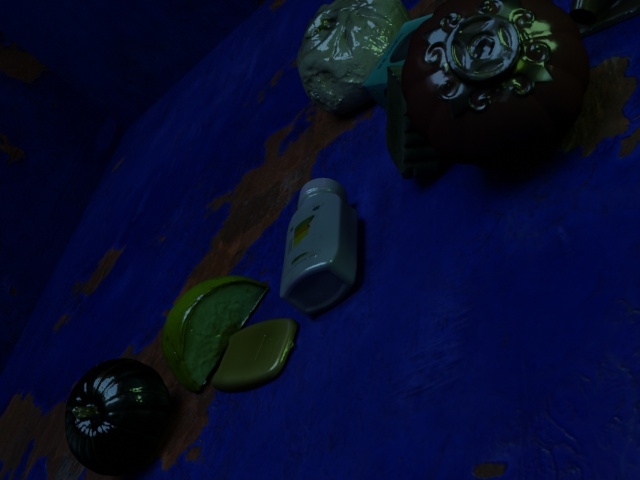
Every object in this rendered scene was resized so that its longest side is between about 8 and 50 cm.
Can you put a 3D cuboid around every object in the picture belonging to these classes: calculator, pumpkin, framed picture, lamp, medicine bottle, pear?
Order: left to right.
[{"bbox_3d":[-0.447,0.377,1.674,0.250,0.216,0.249,-8,75,30],"label":"pumpkin"},{"bbox_3d":[-0.278,0.176,1.766,0.288,0.139,0.239,-56,18,-14],"label":"pear"},{"bbox_3d":[-0.133,0.227,1.562,0.236,0.033,0.157,-21,37,43],"label":"calculator"},{"bbox_3d":[0.000,0.000,1.561,0.161,0.111,0.296,-35,29,30],"label":"medicine bottle"},{"bbox_3d":[0.284,-0.267,1.276,0.303,0.257,0.303,-5,76,20],"label":"lamp"},{"bbox_3d":[0.565,-0.468,1.372,0.281,0.019,0.209,-14,44,52],"label":"framed picture"}]

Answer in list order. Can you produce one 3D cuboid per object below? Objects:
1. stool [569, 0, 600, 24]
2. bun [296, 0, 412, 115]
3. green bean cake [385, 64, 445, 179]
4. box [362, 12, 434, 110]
[{"bbox_3d":[0.467,-0.503,1.285,0.272,0.272,0.178,-2,66,57],"label":"stool"},{"bbox_3d":[0.071,-0.496,1.986,0.360,0.211,0.359,-36,30,25],"label":"bun"},{"bbox_3d":[0.180,-0.235,1.501,0.094,0.185,0.183,-8,30,-2],"label":"green bean cake"},{"bbox_3d":[0.251,-0.385,1.657,0.205,0.118,0.311,-58,26,-12],"label":"box"}]
